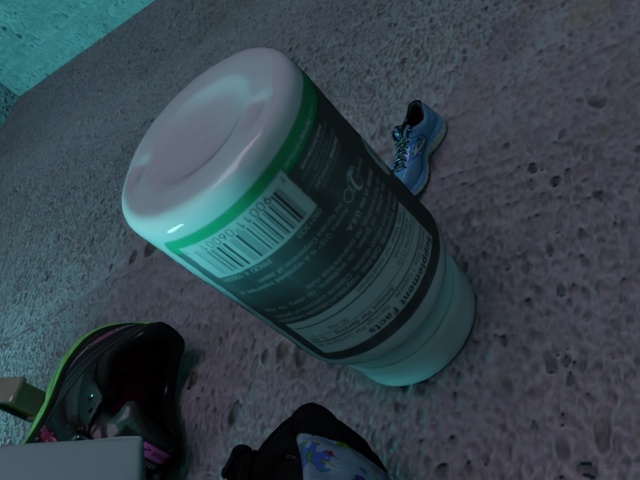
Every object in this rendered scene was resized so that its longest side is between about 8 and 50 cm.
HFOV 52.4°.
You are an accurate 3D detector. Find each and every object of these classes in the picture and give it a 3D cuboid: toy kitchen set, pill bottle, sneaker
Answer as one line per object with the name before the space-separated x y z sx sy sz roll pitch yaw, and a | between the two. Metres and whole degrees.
toy kitchen set | -0.457 0.334 0.976 0.122 0.166 0.207 -16 47 34
pill bottle | 0.000 0.000 0.663 0.204 0.361 0.204 -25 43 26
sneaker | 0.115 -0.124 0.896 0.063 0.073 0.162 -1 57 43
sneaker | -0.295 0.300 0.836 0.202 0.185 0.483 -25 44 33

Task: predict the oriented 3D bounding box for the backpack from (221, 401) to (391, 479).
backpack | -0.006 0.333 0.468 0.290 0.273 0.355 -54 3 1

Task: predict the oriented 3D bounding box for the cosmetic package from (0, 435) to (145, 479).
cosmetic package | -0.227 0.390 0.548 0.385 0.156 0.217 -102 18 -44
